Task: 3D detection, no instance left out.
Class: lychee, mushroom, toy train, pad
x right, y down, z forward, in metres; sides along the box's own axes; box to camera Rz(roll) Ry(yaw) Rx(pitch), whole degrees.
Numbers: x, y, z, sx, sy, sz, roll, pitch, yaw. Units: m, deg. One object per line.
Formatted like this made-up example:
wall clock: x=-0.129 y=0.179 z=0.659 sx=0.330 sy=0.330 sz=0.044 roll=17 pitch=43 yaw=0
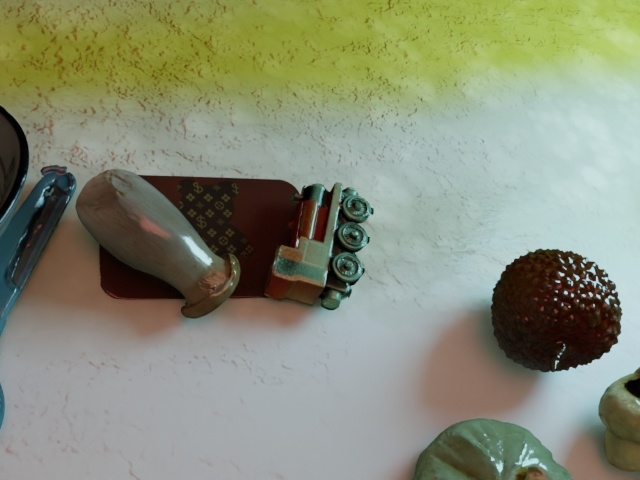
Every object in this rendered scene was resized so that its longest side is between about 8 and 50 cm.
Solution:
lychee: x=0.298 y=0.096 z=0.889 sx=0.165 sy=0.165 sz=0.197 roll=15 pitch=41 yaw=-10
mushroom: x=-0.190 y=0.000 z=0.822 sx=0.212 sy=0.088 sz=0.097 roll=36 pitch=24 yaw=-3
toy train: x=0.000 y=0.000 z=0.896 sx=0.118 sy=0.074 sz=0.176 roll=16 pitch=58 yaw=-10
pad: x=-0.144 y=-0.007 z=0.895 sx=0.267 sy=0.004 sz=0.181 roll=0 pitch=61 yaw=-19

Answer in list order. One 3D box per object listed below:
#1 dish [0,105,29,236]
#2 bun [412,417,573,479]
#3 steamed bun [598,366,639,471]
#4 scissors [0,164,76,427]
dish: x=-0.445 y=-0.024 z=0.723 sx=0.316 sy=0.106 sz=0.317 roll=0 pitch=50 yaw=-1
bun: x=0.192 y=0.290 z=0.767 sx=0.195 sy=0.118 sz=0.196 roll=7 pitch=62 yaw=-13
steamed bun: x=0.428 y=0.226 z=0.874 sx=0.155 sy=0.172 sz=0.141 roll=-13 pitch=22 yaw=2
scissors: x=-0.372 y=0.069 z=0.755 sx=0.180 sy=0.032 sz=0.393 roll=22 pitch=57 yaw=-4
